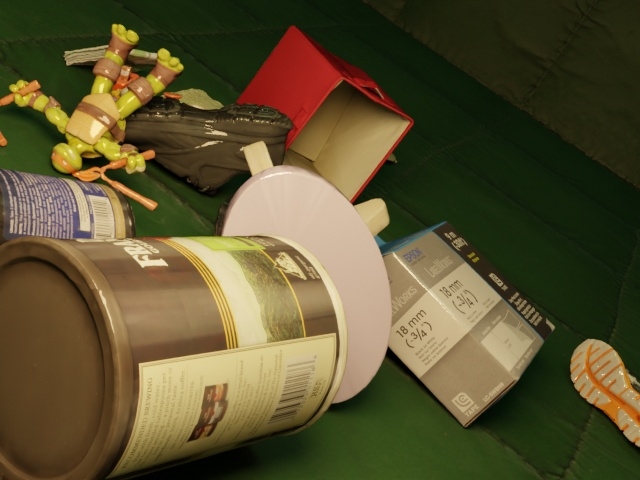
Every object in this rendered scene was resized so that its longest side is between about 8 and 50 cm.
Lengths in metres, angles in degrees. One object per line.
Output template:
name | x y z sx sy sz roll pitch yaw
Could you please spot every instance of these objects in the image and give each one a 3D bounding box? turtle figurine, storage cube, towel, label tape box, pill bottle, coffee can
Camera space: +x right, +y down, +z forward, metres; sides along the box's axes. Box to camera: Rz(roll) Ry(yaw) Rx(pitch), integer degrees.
turtle figurine | -0.269 -0.155 1.192 0.269 0.217 0.087 29 -17 18
storage cube | -0.004 -0.201 1.541 0.184 0.215 0.193 23 22 -41
towel | -0.200 -0.214 1.554 0.110 0.027 0.148 36 24 10
towel | -0.315 -0.285 1.490 0.113 0.023 0.152 2 3 35
label tape box | 0.147 0.065 1.287 0.333 0.106 0.240 45 25 10
pill bottle | -0.300 -0.007 0.905 0.219 0.123 0.123 8 33 -44
coffee can | -0.136 0.095 0.811 0.201 0.201 0.275 45 26 27

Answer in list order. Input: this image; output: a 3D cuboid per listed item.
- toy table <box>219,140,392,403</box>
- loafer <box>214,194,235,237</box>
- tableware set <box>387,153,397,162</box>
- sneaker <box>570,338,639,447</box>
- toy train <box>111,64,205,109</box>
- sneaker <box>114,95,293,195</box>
toy table | -0.029 0.030 1.060 0.252 0.274 0.161 -8 22 -7
loafer | -0.096 -0.036 1.276 0.062 0.061 0.170 38 28 14
tableware set | 0.074 -0.199 1.873 0.141 0.020 0.169 45 25 22
sneaker | 0.462 0.241 1.436 0.083 0.084 0.215 29 23 -44
toy train | -0.261 -0.229 1.444 0.166 0.046 0.125 20 30 5
sneaker | -0.185 -0.130 1.312 0.286 0.130 0.109 6 23 -4
